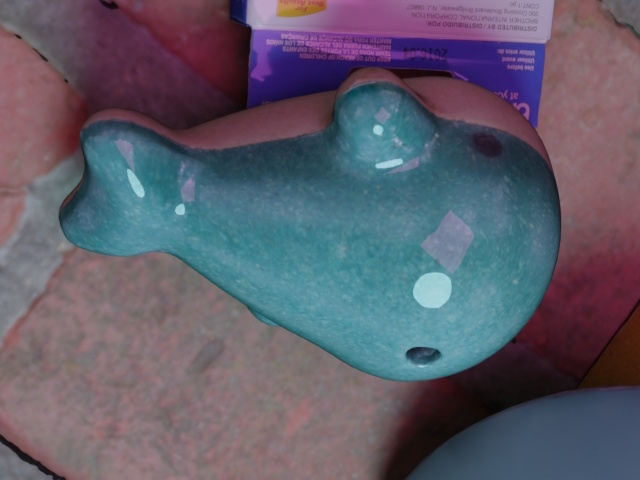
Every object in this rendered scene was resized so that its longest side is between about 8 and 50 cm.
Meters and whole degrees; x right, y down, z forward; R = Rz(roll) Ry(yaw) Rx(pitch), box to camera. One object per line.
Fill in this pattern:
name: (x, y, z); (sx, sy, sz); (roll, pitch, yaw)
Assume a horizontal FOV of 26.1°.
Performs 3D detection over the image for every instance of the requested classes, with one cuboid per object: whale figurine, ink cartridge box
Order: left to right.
whale figurine: (0.000, 0.000, 0.746); (0.272, 0.141, 0.216); (6, 145, -19)
ink cartridge box: (0.047, -0.222, 0.775); (0.186, 0.065, 0.311); (0, 101, -16)

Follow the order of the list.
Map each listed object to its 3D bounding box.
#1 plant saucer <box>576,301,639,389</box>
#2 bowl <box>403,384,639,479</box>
plant saucer: (0.337, 0.155, 0.943); (0.333, 0.081, 0.332); (35, 93, -21)
bowl: (0.184, 0.255, 0.815); (0.312, 0.163, 0.311); (2, 125, 2)
